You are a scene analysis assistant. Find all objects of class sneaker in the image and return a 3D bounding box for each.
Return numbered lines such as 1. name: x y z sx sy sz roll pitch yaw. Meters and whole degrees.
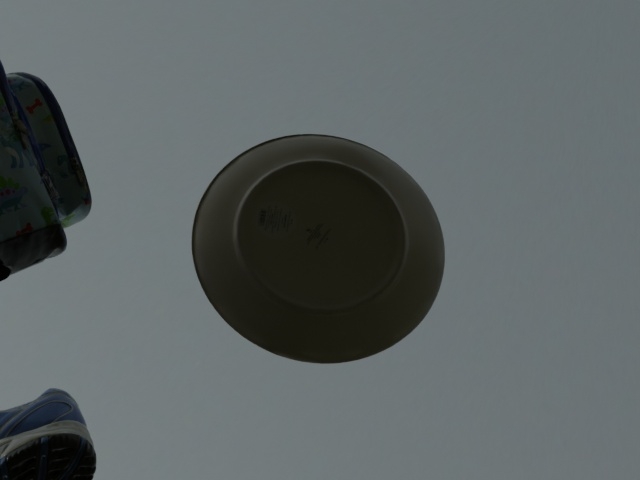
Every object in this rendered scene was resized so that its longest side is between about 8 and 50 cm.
1. sneaker: -0.260 0.181 1.349 0.211 0.081 0.080 -24 -54 8

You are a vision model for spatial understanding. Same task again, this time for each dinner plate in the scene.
1. dinner plate: 0.000 0.000 0.995 0.141 0.017 0.141 3 -118 -5

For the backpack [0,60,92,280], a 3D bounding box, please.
1. backpack: -0.168 -0.038 0.840 0.105 0.084 0.114 -13 -80 49
